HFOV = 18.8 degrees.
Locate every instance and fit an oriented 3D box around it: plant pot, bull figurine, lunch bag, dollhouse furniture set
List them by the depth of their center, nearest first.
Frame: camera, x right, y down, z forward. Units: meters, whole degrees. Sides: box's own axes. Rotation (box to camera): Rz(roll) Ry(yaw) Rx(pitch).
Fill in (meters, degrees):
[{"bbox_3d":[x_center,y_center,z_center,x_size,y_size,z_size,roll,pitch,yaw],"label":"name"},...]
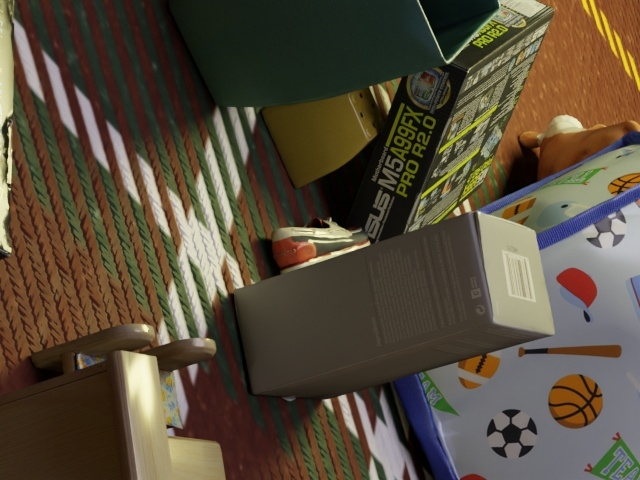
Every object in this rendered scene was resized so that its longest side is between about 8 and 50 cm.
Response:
[{"bbox_3d":[-0.120,0.160,1.320,0.242,0.161,0.212,16,60,-56],"label":"dollhouse furniture set"},{"bbox_3d":[0.000,-0.214,1.672,0.165,0.234,0.165,65,29,-13],"label":"plant pot"},{"bbox_3d":[0.010,-0.107,1.784,0.081,0.083,0.081,67,29,-10],"label":"plant pot"},{"bbox_3d":[0.254,0.109,1.885,0.385,0.239,0.328,-29,102,-21],"label":"lunch bag"},{"bbox_3d":[0.304,-0.053,2.152,0.310,0.101,0.188,177,-93,-81],"label":"bull figurine"}]

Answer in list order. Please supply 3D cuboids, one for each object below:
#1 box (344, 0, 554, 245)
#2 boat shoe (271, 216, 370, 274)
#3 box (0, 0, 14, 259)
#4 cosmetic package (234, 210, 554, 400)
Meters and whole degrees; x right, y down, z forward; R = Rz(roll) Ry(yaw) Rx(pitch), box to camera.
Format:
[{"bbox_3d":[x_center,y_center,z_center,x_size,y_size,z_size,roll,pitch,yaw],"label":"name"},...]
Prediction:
[{"bbox_3d":[0.127,-0.116,1.879,0.060,0.216,0.270,28,28,13],"label":"box"},{"bbox_3d":[0.000,0.000,1.745,0.137,0.049,0.043,-18,87,-57],"label":"boat shoe"},{"bbox_3d":[-0.318,-0.158,1.257,0.295,0.073,0.293,31,49,-51],"label":"box"},{"bbox_3d":[0.060,0.060,1.618,0.127,0.238,0.107,14,65,-60],"label":"cosmetic package"}]
